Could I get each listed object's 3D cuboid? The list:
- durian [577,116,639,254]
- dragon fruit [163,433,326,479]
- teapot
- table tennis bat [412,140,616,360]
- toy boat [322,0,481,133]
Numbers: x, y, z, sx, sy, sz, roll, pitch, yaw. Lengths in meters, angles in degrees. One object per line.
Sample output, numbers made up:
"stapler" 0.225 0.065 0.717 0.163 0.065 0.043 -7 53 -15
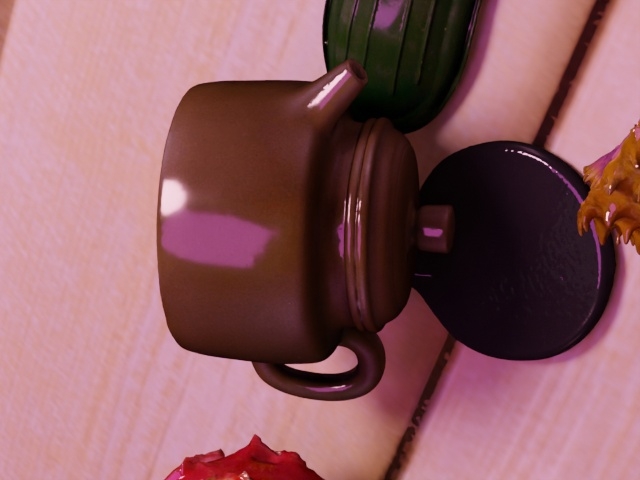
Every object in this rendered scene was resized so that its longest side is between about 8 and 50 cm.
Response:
"durian" 0.262 -0.076 0.930 0.186 0.154 0.260 19 126 6
"dragon fruit" -0.054 0.257 1.231 0.268 0.205 0.210 87 170 -61
"teapot" 0.000 0.000 1.095 0.175 0.185 0.268 4 126 13
"table tennis bat" 0.093 0.013 1.140 0.236 0.027 0.150 -8 97 39
"toy boat" 0.056 -0.164 1.097 0.104 0.052 0.210 17 117 12
